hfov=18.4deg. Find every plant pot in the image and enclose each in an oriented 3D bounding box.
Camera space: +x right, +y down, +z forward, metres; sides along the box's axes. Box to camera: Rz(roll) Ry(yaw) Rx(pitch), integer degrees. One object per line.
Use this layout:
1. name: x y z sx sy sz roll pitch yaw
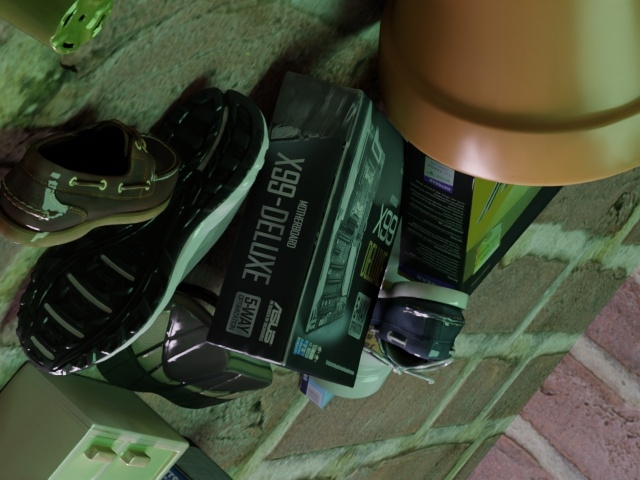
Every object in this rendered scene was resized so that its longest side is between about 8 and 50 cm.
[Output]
1. plant pot: 0.187 -0.218 1.675 0.291 0.291 0.203 -40 143 -29
2. plant pot: -0.168 -0.155 1.187 0.083 0.079 0.083 -44 162 -19

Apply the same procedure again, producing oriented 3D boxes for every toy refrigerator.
1. toy refrigerator: -0.215 0.190 1.792 0.102 0.094 0.269 -50 163 1

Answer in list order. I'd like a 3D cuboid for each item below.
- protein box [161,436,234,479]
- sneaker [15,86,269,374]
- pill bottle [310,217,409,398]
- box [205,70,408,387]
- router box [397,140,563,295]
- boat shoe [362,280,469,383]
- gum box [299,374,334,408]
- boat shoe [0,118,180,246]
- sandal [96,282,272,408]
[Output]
1. protein box: -0.184 0.317 2.074 0.200 0.136 0.201 -50 164 1
2. sneaker: -0.134 0.003 1.593 0.271 0.100 0.108 -49 169 -4
3. pill bottle: 0.059 0.063 2.155 0.131 0.131 0.229 -34 157 -43
4. box: 0.000 0.000 1.790 0.307 0.076 0.242 36 70 -76
5. router box: 0.195 -0.121 1.960 0.309 0.081 0.243 -47 153 -35
6. boat shoe: 0.092 0.093 1.952 0.254 0.095 0.079 151 -46 -77
7. gum box: 0.056 0.100 2.384 0.184 0.041 0.157 -43 162 -25
8. boat shoe: -0.158 -0.051 1.443 0.207 0.073 0.073 -31 149 -63
9. sandal: -0.129 0.089 1.812 0.120 0.086 0.303 -13 163 9
